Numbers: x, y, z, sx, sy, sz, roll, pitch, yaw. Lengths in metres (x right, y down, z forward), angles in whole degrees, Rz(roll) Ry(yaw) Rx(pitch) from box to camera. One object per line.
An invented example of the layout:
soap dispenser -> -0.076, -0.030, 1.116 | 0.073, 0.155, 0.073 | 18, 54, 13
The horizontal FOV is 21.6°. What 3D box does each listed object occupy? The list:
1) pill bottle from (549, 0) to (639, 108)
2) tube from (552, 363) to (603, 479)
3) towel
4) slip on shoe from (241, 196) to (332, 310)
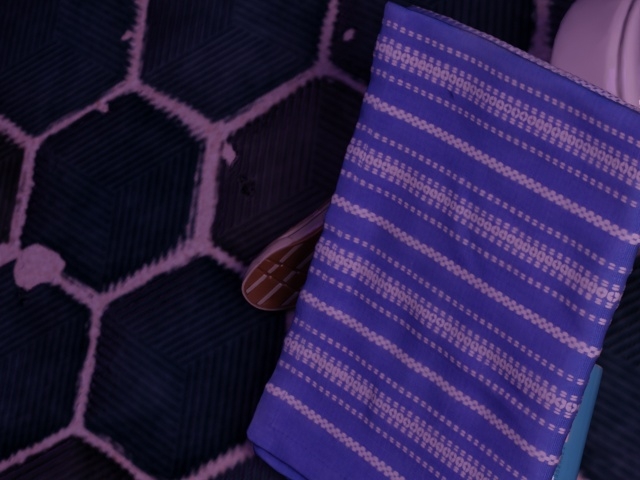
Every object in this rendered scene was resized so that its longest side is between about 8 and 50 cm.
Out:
pill bottle -> 0.326, -0.100, 0.970 | 0.361, 0.204, 0.204 | -7, 63, 43
tube -> 0.129, 0.173, 1.078 | 0.080, 0.052, 0.207 | 10, 78, 39
towel -> 0.074, 0.040, 1.063 | 0.243, 0.040, 0.336 | 33, 113, 42
slip on shoe -> 0.000, 0.000, 1.224 | 0.135, 0.051, 0.041 | -42, 16, 13
